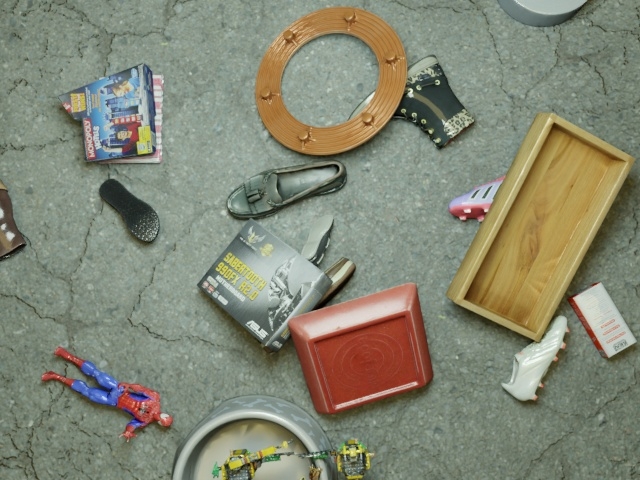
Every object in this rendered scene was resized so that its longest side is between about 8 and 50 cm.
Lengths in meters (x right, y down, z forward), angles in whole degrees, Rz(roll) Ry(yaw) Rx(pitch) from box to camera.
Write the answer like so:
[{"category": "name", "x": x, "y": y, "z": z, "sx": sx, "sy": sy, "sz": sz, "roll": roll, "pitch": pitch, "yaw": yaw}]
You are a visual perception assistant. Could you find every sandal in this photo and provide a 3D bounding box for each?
[{"category": "sandal", "x": -0.401, "y": -0.064, "z": 1.552, "sx": 0.067, "sy": 0.040, "sz": 0.179, "roll": -43, "pitch": 71, "yaw": -9}]

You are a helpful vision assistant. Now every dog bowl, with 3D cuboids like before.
[{"category": "dog bowl", "x": -0.136, "y": 0.487, "z": 1.454, "sx": 0.348, "sy": 0.102, "sz": 0.349, "roll": 0, "pitch": 84, "yaw": 0}]

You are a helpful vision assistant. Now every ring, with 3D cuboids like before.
[{"category": "ring", "x": 0.015, "y": -0.342, "z": 1.526, "sx": 0.336, "sy": 0.032, "sz": 0.337, "roll": -5, "pitch": 74, "yaw": 17}]

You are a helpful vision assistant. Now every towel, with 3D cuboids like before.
[{"category": "towel", "x": -0.412, "y": -0.264, "z": 1.577, "sx": 0.144, "sy": 0.029, "sz": 0.197, "roll": -1, "pitch": 83, "yaw": 3}]

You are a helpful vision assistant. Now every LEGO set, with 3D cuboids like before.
[{"category": "LEGO set", "x": -0.038, "y": 0.486, "z": 1.305, "sx": 0.331, "sy": 0.192, "sz": 0.255, "roll": 3, "pitch": 84, "yaw": 0}]

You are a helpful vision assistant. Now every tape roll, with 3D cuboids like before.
[{"category": "tape roll", "x": 0.488, "y": -0.581, "z": 1.579, "sx": 0.219, "sy": 0.072, "sz": 0.219, "roll": 0, "pitch": 83, "yaw": 1}]

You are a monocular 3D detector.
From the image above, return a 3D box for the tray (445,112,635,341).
[{"category": "tray", "x": 0.437, "y": -0.025, "z": 1.462, "sx": 0.202, "sy": 0.076, "sz": 0.411, "roll": 25, "pitch": 96, "yaw": -12}]

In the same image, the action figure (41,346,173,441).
[{"category": "action figure", "x": -0.430, "y": 0.312, "z": 1.462, "sx": 0.280, "sy": 0.139, "sz": 0.091, "roll": 25, "pitch": 86, "yaw": 1}]

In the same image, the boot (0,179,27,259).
[{"category": "boot", "x": -0.764, "y": -0.030, "z": 1.520, "sx": 0.248, "sy": 0.090, "sz": 0.207, "roll": -24, "pitch": 82, "yaw": -6}]

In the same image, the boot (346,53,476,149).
[{"category": "boot", "x": 0.194, "y": -0.261, "z": 1.542, "sx": 0.236, "sy": 0.085, "sz": 0.179, "roll": -36, "pitch": 88, "yaw": -2}]

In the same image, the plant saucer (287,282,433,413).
[{"category": "plant saucer", "x": 0.090, "y": 0.229, "z": 1.432, "sx": 0.259, "sy": 0.048, "sz": 0.258, "roll": -17, "pitch": 122, "yaw": -3}]

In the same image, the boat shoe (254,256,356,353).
[{"category": "boat shoe", "x": -0.044, "y": 0.114, "z": 1.499, "sx": 0.257, "sy": 0.095, "sz": 0.095, "roll": -43, "pitch": 79, "yaw": -4}]

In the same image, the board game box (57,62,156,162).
[{"category": "board game box", "x": -0.449, "y": -0.261, "z": 1.534, "sx": 0.194, "sy": 0.060, "sz": 0.194, "roll": -7, "pitch": 83, "yaw": 4}]

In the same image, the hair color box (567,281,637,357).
[{"category": "hair color box", "x": 0.584, "y": 0.165, "z": 1.511, "sx": 0.072, "sy": 0.043, "sz": 0.141, "roll": -28, "pitch": 83, "yaw": -3}]

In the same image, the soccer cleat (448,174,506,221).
[{"category": "soccer cleat", "x": 0.386, "y": -0.101, "z": 1.528, "sx": 0.248, "sy": 0.083, "sz": 0.095, "roll": -8, "pitch": 74, "yaw": -2}]

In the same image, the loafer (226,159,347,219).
[{"category": "loafer", "x": -0.074, "y": -0.118, "z": 1.527, "sx": 0.267, "sy": 0.084, "sz": 0.096, "roll": -18, "pitch": 84, "yaw": -2}]

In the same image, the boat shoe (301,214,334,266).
[{"category": "boat shoe", "x": 0.000, "y": 0.000, "z": 1.527, "sx": 0.046, "sy": 0.038, "sz": 0.125, "roll": -6, "pitch": 45, "yaw": 36}]

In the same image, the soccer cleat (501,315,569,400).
[{"category": "soccer cleat", "x": 0.443, "y": 0.236, "z": 1.495, "sx": 0.076, "sy": 0.068, "sz": 0.196, "roll": 28, "pitch": 88, "yaw": 6}]

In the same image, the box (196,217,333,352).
[{"category": "box", "x": -0.115, "y": 0.087, "z": 1.468, "sx": 0.231, "sy": 0.056, "sz": 0.183, "roll": 36, "pitch": 85, "yaw": 34}]
